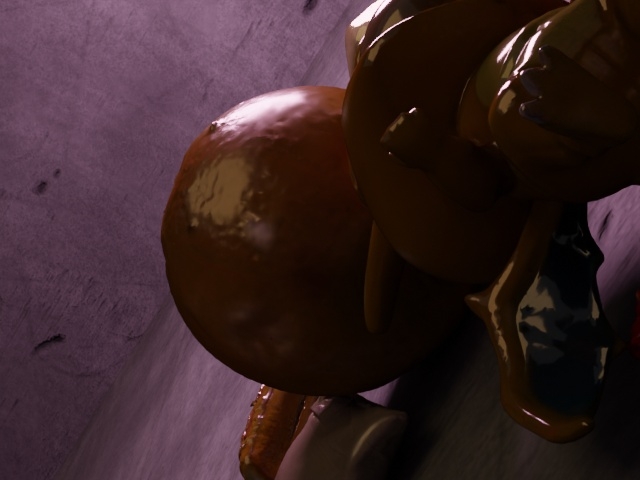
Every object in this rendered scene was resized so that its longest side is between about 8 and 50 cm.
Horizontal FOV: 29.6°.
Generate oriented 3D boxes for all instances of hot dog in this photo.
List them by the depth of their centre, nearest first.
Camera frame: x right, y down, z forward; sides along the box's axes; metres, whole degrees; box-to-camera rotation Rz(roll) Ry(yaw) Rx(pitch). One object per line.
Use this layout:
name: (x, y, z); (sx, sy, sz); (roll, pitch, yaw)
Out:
hot dog: (-0.038, 0.196, 1.529); (0.061, 0.088, 0.286); (-47, 12, 44)

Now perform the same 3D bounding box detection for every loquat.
loquat: (0.000, 0.000, 1.238); (0.328, 0.328, 0.328); (-56, 12, 18)

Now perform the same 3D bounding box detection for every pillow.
pillow: (0.011, 0.235, 1.233); (0.173, 0.067, 0.270); (-64, 11, -5)

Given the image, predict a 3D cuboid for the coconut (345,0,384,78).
coconut: (0.133, -0.221, 1.536); (0.224, 0.224, 0.224); (-56, 12, 18)

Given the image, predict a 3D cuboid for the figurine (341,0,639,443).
figurine: (0.148, -0.058, 0.908); (0.401, 0.268, 0.387); (-67, 16, -15)
